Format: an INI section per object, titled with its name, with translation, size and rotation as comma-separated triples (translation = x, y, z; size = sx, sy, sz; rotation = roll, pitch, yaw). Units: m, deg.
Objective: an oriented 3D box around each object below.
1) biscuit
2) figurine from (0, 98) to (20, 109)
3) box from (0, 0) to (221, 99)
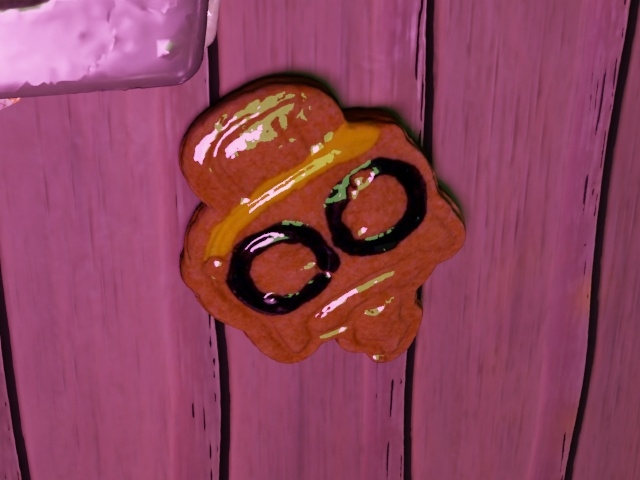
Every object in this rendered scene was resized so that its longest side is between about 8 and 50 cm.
[biscuit]
translation = 0.000, 0.000, 1.127
size = 0.208, 0.041, 0.290
rotation = -34, 127, 4
[figurine]
translation = -0.241, -0.088, 0.974
size = 0.109, 0.047, 0.064
rotation = -36, 135, 15
[box]
translation = -0.196, -0.189, 0.848
size = 0.291, 0.166, 0.220
rotation = -6, 124, -16
